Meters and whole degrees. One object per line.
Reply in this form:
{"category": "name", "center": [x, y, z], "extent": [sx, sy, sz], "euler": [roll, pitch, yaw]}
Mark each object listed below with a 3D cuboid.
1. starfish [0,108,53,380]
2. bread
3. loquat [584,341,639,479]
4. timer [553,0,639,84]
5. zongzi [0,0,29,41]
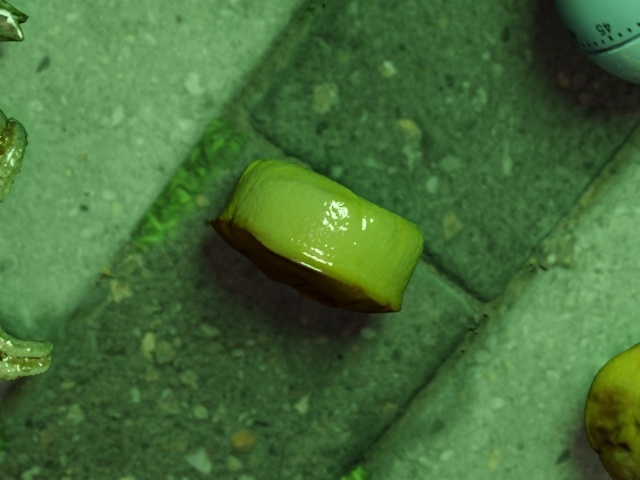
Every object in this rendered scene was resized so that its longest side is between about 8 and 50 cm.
{"category": "starfish", "center": [-0.348, 0.028, 1.393], "extent": [0.312, 0.113, 0.303], "euler": [15, 111, -16]}
{"category": "bread", "center": [-0.003, -0.002, 1.355], "extent": [0.156, 0.125, 0.086], "euler": [25, 88, 4]}
{"category": "loquat", "center": [0.262, 0.136, 1.370], "extent": [0.137, 0.113, 0.137], "euler": [-7, 114, -16]}
{"category": "timer", "center": [0.276, -0.166, 1.283], "extent": [0.255, 0.175, 0.175], "euler": [22, 107, -28]}
{"category": "zongzi", "center": [-0.403, -0.136, 1.381], "extent": [0.289, 0.123, 0.260], "euler": [28, 117, -18]}
